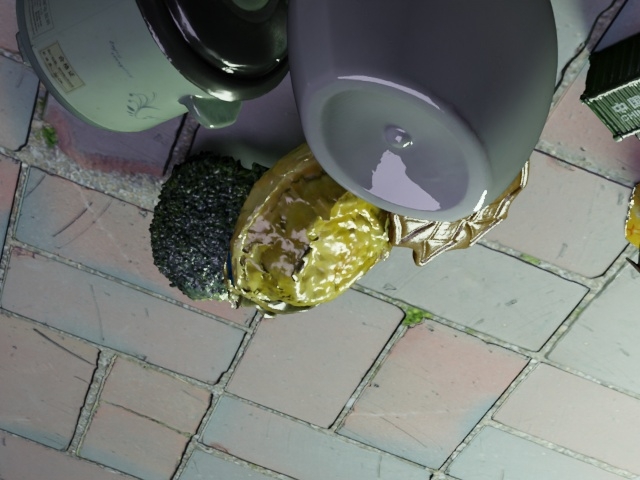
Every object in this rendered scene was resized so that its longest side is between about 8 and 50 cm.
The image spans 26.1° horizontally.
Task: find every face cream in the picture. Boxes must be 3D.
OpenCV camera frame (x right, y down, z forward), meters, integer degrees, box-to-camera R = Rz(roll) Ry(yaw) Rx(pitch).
[{"bbox_3d":[0.109,-0.213,1.381,0.219,0.357,0.312,-24,126,40],"label":"face cream"}]

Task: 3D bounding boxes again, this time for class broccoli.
[{"bbox_3d":[-0.134,-0.023,1.853,0.198,0.226,0.176,52,-176,13],"label":"broccoli"}]

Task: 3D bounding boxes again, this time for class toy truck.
[{"bbox_3d":[0.430,-0.187,1.515,0.259,0.088,0.121,-21,128,39],"label":"toy truck"}]

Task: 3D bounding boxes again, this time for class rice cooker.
[{"bbox_3d":[-0.166,-0.263,1.505,0.317,0.264,0.316,8,104,36],"label":"rice cooker"}]

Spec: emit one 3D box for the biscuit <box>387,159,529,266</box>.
[{"bbox_3d":[0.167,-0.045,1.739,0.182,0.034,0.215,1,133,-28],"label":"biscuit"}]

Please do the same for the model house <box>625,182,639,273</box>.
[{"bbox_3d":[0.469,0.023,1.710,0.219,0.136,0.207,38,138,-24],"label":"model house"}]

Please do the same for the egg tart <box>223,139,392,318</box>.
[{"bbox_3d":[0.000,0.000,1.751,0.107,0.291,0.290,42,157,37],"label":"egg tart"}]
